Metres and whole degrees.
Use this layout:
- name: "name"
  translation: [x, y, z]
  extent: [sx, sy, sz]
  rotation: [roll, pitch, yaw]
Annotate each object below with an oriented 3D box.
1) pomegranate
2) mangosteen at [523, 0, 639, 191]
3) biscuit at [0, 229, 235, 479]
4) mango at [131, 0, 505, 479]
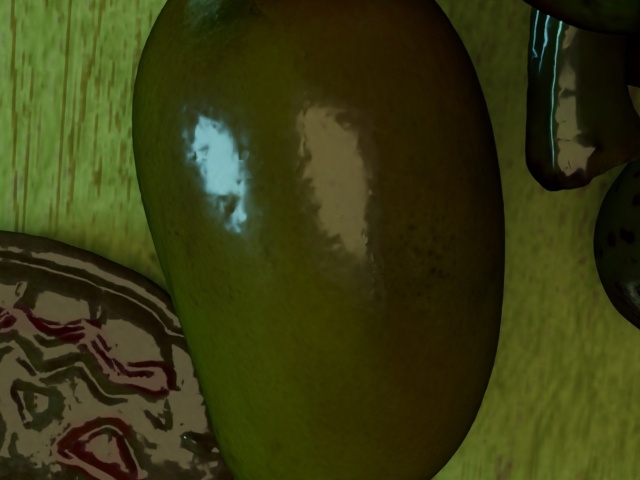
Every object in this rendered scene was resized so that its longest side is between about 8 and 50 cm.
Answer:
- name: "pomegranate"
  translation: [0.221, -0.009, 0.964]
  extent: [0.159, 0.129, 0.129]
  rotation: [-37, 94, -36]
- name: "mangosteen"
  translation: [0.218, -0.231, 0.826]
  extent: [0.382, 0.382, 0.435]
  rotation: [42, 123, -2]
- name: "biscuit"
  translation: [-0.175, 0.124, 1.035]
  extent: [0.273, 0.049, 0.257]
  rotation: [14, 98, 4]
- name: "mango"
  translation: [0.000, 0.000, 0.930]
  extent: [0.173, 0.211, 0.317]
  rotation: [-14, 103, -36]
